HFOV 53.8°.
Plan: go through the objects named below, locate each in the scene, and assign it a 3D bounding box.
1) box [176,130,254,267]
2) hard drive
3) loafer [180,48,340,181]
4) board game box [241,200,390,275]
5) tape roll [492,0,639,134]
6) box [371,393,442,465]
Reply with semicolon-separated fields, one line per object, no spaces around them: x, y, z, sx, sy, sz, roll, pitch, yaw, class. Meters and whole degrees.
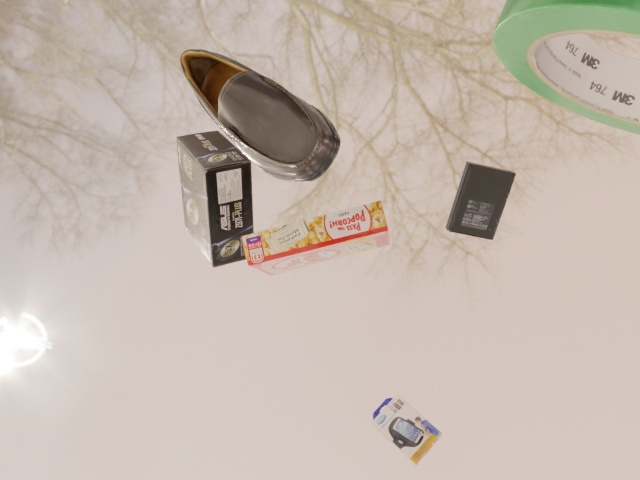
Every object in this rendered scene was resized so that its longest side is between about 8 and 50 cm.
-0.174;-0.071;1.049;0.147;0.078;0.180;45;-38;48;box
0.299;-0.073;1.182;0.022;0.094;0.135;-99;-158;-68;hard drive
-0.052;-0.095;0.465;0.170;0.061;0.062;36;-87;42;loafer
0.000;0.000;0.902;0.194;0.147;0.045;-14;-100;6;board game box
0.344;-0.193;0.654;0.321;0.321;0.077;24;-88;56;tape roll
0.169;0.379;1.286;0.136;0.028;0.081;38;-106;29;box
